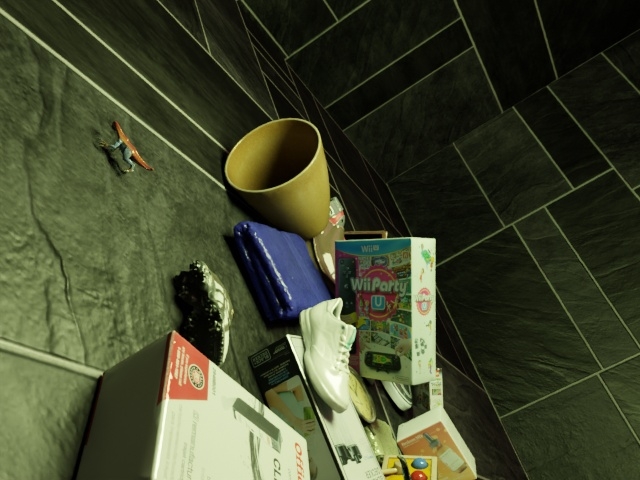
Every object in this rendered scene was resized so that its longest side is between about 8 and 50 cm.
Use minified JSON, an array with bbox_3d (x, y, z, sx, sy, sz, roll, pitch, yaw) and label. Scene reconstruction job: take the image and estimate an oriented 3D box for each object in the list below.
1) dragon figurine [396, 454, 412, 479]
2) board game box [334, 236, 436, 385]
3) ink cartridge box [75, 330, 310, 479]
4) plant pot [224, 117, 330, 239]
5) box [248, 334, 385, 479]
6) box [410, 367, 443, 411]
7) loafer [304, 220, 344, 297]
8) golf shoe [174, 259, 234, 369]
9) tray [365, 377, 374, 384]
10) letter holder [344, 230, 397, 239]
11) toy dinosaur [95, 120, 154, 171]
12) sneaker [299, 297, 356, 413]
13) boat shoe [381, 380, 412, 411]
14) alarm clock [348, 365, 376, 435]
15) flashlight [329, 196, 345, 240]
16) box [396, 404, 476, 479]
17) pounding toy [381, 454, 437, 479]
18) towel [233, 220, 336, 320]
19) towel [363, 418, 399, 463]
[{"bbox_3d":[0.157,0.504,0.966,0.085,0.289,0.144,5,10,-32],"label":"dragon figurine"},{"bbox_3d":[0.140,0.148,1.309,0.097,0.224,0.303,3,86,-45],"label":"board game box"},{"bbox_3d":[-0.125,0.268,0.668,0.273,0.114,0.197,51,17,-32],"label":"ink cartridge box"},{"bbox_3d":[-0.071,-0.125,1.443,0.254,0.237,0.237,61,9,-47],"label":"plant pot"},{"bbox_3d":[-0.002,0.316,1.023,0.169,0.087,0.290,29,33,-62],"label":"box"},{"bbox_3d":[0.281,0.399,1.619,0.207,0.036,0.114,144,-53,-78],"label":"box"},{"bbox_3d":[0.000,0.000,1.555,0.134,0.130,0.366,38,26,-53],"label":"loafer"},{"bbox_3d":[-0.161,0.122,0.908,0.094,0.077,0.198,43,23,-47],"label":"golf shoe"},{"bbox_3d":[0.101,0.220,1.498,0.145,0.030,0.270,95,-13,-64],"label":"tray"},{"bbox_3d":[0.157,0.069,1.952,0.302,0.214,0.152,25,69,-65],"label":"letter holder"},{"bbox_3d":[-0.316,-0.154,0.965,0.047,0.090,0.082,-123,-148,-82],"label":"toy dinosaur"},{"bbox_3d":[0.025,0.186,1.011,0.080,0.094,0.212,45,20,-45],"label":"sneaker"},{"bbox_3d":[0.210,0.325,1.660,0.108,0.102,0.301,44,21,-44],"label":"boat shoe"},{"bbox_3d":[0.055,0.317,1.250,0.129,0.064,0.192,40,26,-50],"label":"alarm clock"},{"bbox_3d":[0.074,0.025,1.738,0.103,0.103,0.304,-36,98,-48],"label":"flashlight"},{"bbox_3d":[0.289,0.525,1.475,0.170,0.130,0.091,57,15,-3],"label":"box"},{"bbox_3d":[0.162,0.480,1.180,0.130,0.141,0.100,-38,125,-75],"label":"pounding toy"},{"bbox_3d":[-0.075,0.077,1.294,0.228,0.076,0.308,60,13,16],"label":"towel"},{"bbox_3d":[0.139,0.452,1.334,0.148,0.027,0.110,41,23,-50],"label":"towel"}]
